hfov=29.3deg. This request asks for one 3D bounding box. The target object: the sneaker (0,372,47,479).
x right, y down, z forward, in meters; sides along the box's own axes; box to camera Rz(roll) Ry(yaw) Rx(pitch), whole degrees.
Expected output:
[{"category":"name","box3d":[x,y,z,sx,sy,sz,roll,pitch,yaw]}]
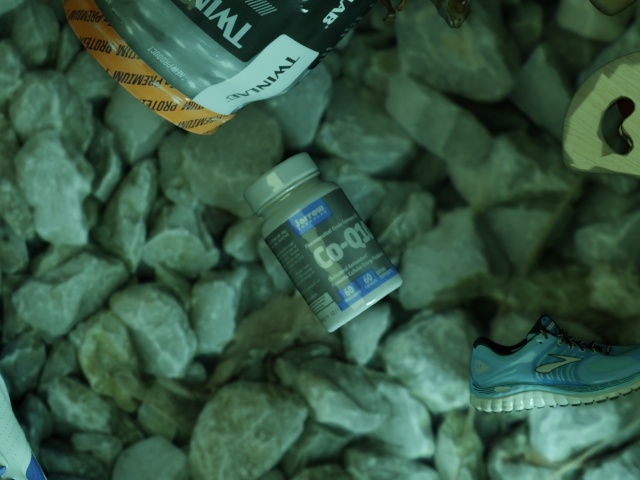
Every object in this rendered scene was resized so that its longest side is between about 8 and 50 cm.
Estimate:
[{"category":"sneaker","box3d":[-0.279,0.209,1.010,0.127,0.182,0.315,-33,108,-14]}]

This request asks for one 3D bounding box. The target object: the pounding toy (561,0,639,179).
[{"category":"pounding toy","box3d":[0.265,-0.078,0.900,0.154,0.155,0.269,-41,85,10]}]

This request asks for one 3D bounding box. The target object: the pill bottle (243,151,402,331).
[{"category":"pill bottle","box3d":[0.000,0.000,1.015,0.078,0.078,0.137,-36,86,14]}]

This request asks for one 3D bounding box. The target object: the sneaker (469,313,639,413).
[{"category":"sneaker","box3d":[0.195,0.095,0.983,0.162,0.063,0.073,-9,89,15]}]

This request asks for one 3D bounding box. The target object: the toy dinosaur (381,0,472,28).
[{"category":"toy dinosaur","box3d":[0.036,-0.247,1.002,0.112,0.064,0.211,-40,92,2]}]

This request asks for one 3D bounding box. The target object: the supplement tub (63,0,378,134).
[{"category":"supplement tub","box3d":[-0.028,-0.238,0.882,0.193,0.193,0.316,46,107,6]}]
